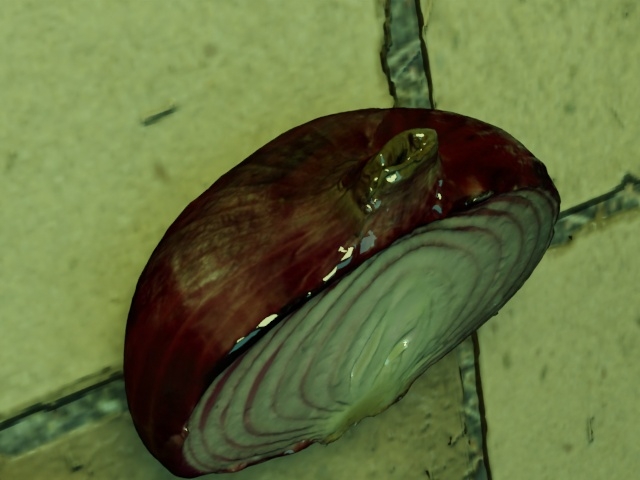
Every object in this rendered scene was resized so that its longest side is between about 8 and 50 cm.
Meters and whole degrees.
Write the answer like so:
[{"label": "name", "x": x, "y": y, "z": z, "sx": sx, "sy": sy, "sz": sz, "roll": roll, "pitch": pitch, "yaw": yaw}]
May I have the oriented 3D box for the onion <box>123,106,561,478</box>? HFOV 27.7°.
[{"label": "onion", "x": 0.000, "y": 0.000, "z": 0.542, "sx": 0.206, "sy": 0.098, "sz": 0.151, "roll": -26, "pitch": 143, "yaw": -27}]
